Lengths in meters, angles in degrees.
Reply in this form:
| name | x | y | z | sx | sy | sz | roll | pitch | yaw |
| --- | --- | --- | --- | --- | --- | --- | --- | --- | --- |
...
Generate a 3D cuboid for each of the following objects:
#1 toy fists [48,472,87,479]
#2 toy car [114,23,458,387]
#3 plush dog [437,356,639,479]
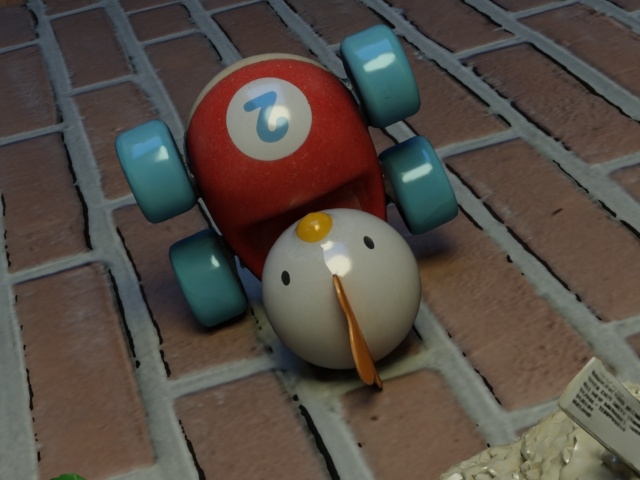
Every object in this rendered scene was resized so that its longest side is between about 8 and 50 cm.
| name | x | y | z | sx | sy | sz | roll | pitch | yaw |
| --- | --- | --- | --- | --- | --- | --- | --- | --- | --- |
| toy fists | -0.055 | 0.215 | 0.677 | 0.096 | 0.142 | 0.279 | -56 | 29 | 4 |
| toy car | 0.000 | 0.000 | 1.066 | 0.219 | 0.210 | 0.238 | -23 | 38 | -1 |
| plush dog | 0.122 | 0.139 | 0.682 | 0.262 | 0.210 | 0.225 | 5 | -16 | -29 |
